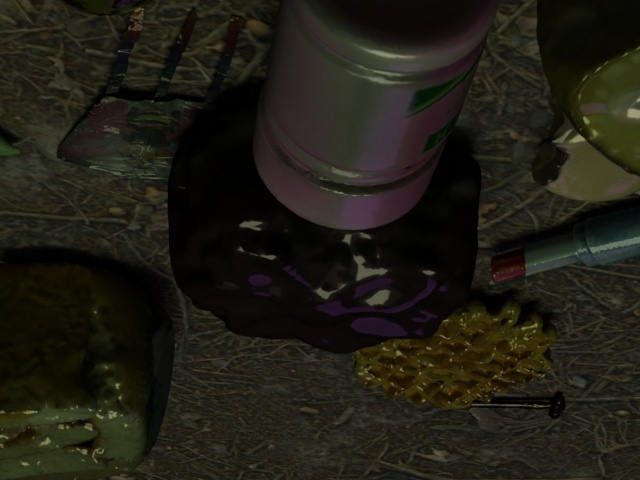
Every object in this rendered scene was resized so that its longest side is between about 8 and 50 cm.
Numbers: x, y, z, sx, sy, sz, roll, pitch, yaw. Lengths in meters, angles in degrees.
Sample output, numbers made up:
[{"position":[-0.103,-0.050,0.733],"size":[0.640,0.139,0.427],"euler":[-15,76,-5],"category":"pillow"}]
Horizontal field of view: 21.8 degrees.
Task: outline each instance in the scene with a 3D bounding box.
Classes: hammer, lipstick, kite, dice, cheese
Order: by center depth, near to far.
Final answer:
[{"position":[0.364,-0.212,1.608],"size":[0.238,0.227,0.233],"euler":[-25,140,36],"category":"dice"},{"position":[-0.193,-0.157,1.932],"size":[0.204,0.022,0.360],"euler":[7,150,-11],"category":"kite"},{"position":[0.363,-0.097,1.954],"size":[0.248,0.071,0.163],"euler":[12,148,-17],"category":"cheese"},{"position":[0.339,0.006,2.139],"size":[0.274,0.061,0.068],"euler":[-16,147,28],"category":"lipstick"},{"position":[0.295,0.260,2.613],"size":[0.178,0.021,0.065],"euler":[0,150,4],"category":"hammer"}]

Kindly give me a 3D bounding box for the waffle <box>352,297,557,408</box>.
[{"position":[0.199,0.167,2.425],"size":[0.311,0.060,0.307],"euler":[-10,148,22],"category":"waffle"}]

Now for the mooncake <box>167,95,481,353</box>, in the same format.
[{"position":[0.000,0.000,2.014],"size":[0.381,0.212,0.350],"euler":[6,157,-6],"category":"mooncake"}]

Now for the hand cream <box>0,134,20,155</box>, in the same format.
[{"position":[-0.437,-0.138,1.957],"size":[0.095,0.046,0.175],"euler":[-10,154,17],"category":"hand cream"}]

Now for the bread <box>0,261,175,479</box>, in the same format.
[{"position":[-0.338,0.210,2.348],"size":[0.264,0.239,0.395],"euler":[2,152,0],"category":"bread"}]

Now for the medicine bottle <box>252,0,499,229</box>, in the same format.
[{"position":[0.050,-0.178,1.695],"size":[0.212,0.212,0.325],"euler":[5,148,-6],"category":"medicine bottle"}]

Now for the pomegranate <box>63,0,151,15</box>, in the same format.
[{"position":[-0.184,-0.295,1.585],"size":[0.205,0.159,0.159],"euler":[-8,159,-37],"category":"pomegranate"}]
